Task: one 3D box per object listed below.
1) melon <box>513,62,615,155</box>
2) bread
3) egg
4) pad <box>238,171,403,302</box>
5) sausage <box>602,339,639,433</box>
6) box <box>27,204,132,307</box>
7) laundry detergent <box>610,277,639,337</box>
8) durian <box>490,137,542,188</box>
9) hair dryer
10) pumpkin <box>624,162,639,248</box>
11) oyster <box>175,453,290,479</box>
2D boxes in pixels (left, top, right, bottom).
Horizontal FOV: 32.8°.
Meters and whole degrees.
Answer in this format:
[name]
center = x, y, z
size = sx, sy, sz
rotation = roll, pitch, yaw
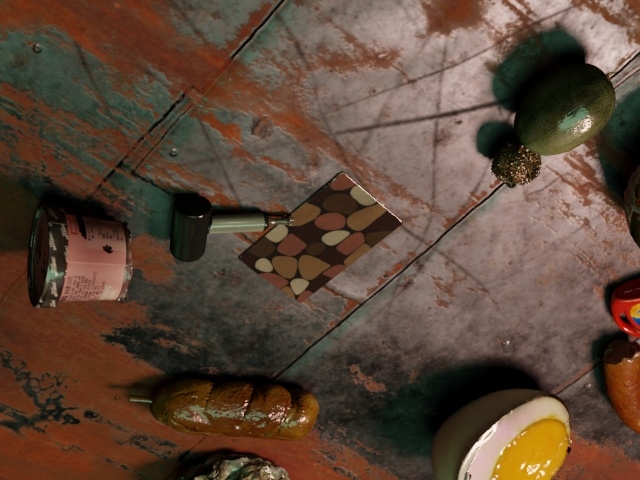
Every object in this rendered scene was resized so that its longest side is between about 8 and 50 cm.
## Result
[melon]
center = 0.362, -0.196, 1.600
size = 0.167, 0.114, 0.114
rotation = -38, 127, 23
[bread]
center = -0.170, 0.303, 1.932
size = 0.344, 0.084, 0.124
rotation = 7, 128, -17
[egg]
center = 0.328, 0.378, 2.055
size = 0.286, 0.174, 0.264
rotation = -39, 131, -10
[pad]
center = 0.000, 0.000, 1.763
size = 0.235, 0.003, 0.158
rotation = -38, 127, 20
[sausage]
center = 0.607, 0.296, 2.093
size = 0.102, 0.076, 0.302
rotation = -24, 131, 14
[box]
center = -0.356, 0.026, 1.621
size = 0.135, 0.151, 0.151
rotation = 3, 130, -25
[laundry detergent]
center = 0.582, 0.140, 1.975
size = 0.097, 0.049, 0.165
rotation = -17, 133, 12
[durian]
center = 0.303, -0.122, 1.674
size = 0.080, 0.080, 0.091
rotation = -3, 151, -9
[hair dryer]
center = -0.134, -0.021, 1.690
size = 0.197, 0.057, 0.100
rotation = -3, 132, -16
[pumpkin]
center = 0.608, -0.074, 1.718
size = 0.260, 0.189, 0.260
rotation = 3, 157, 1
[oyster]
center = -0.150, 0.497, 2.083
size = 0.267, 0.112, 0.198
rotation = -2, 130, -14
